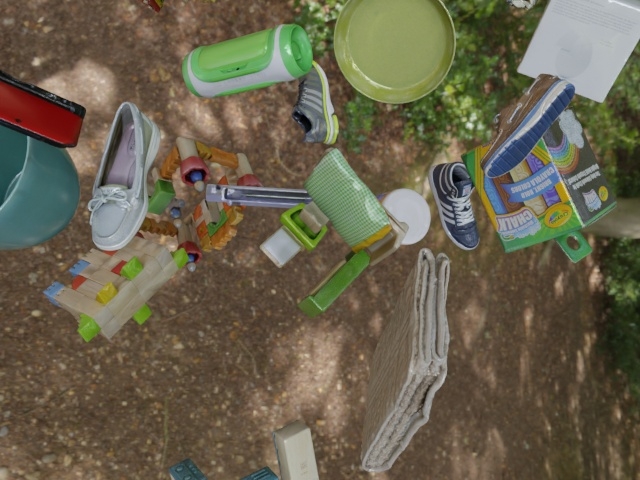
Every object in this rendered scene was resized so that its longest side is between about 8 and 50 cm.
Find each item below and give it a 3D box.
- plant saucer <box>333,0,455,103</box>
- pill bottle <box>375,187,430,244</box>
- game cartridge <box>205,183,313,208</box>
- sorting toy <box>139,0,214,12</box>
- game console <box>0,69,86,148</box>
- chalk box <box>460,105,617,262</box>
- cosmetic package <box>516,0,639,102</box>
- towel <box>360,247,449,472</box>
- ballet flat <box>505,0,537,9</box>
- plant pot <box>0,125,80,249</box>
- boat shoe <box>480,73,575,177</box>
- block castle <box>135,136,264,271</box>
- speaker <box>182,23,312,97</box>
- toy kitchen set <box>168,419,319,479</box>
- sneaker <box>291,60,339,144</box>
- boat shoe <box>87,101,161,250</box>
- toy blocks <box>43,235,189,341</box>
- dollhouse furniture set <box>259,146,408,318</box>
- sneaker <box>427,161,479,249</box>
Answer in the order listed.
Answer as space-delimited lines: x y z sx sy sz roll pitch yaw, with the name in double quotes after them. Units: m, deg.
0.146 -0.392 1.141 0.240 0.241 0.037 66 29 -27 "plant saucer"
0.177 -0.055 1.628 0.153 0.272 0.152 2 85 -22 "pill bottle"
-0.104 -0.115 1.560 0.230 0.356 0.068 -4 98 -83 "game cartridge"
-0.278 -0.383 0.842 0.046 0.275 0.132 -64 153 2 "sorting toy"
-0.333 -0.128 0.603 0.144 0.124 0.085 23 56 -28 "game console"
0.452 -0.093 1.160 0.180 0.179 0.288 -21 88 -41 "chalk box"
0.642 -0.498 1.416 0.138 0.224 0.224 -54 166 -50 "cosmetic package"
0.108 0.160 0.742 0.282 0.049 0.187 105 -1 -48 "towel"
0.501 -0.589 1.425 0.115 0.041 0.041 -5 87 -30 "ballet flat"
-0.608 -0.110 1.101 0.235 0.293 0.292 53 37 -71 "plant pot"
0.313 -0.181 0.910 0.066 0.183 0.066 29 16 -51 "boat shoe"
-0.421 -0.096 1.866 0.303 0.453 0.212 13 44 -45 "block castle"
-0.172 -0.413 1.343 0.131 0.297 0.131 15 73 -62 "speaker"
-0.137 0.386 0.995 0.207 0.166 0.122 -17 106 -31 "toy kitchen set"
-0.037 -0.440 1.814 0.122 0.111 0.299 -13 78 -26 "sneaker"
-0.426 -0.136 1.223 0.103 0.118 0.320 59 39 -65 "boat shoe"
-0.617 0.114 1.693 0.381 0.261 0.190 -50 141 -32 "toy blocks"
0.000 0.000 1.032 0.197 0.301 0.151 46 69 2 "dollhouse furniture set"
0.421 -0.104 1.711 0.099 0.153 0.282 -25 94 -17 "sneaker"
